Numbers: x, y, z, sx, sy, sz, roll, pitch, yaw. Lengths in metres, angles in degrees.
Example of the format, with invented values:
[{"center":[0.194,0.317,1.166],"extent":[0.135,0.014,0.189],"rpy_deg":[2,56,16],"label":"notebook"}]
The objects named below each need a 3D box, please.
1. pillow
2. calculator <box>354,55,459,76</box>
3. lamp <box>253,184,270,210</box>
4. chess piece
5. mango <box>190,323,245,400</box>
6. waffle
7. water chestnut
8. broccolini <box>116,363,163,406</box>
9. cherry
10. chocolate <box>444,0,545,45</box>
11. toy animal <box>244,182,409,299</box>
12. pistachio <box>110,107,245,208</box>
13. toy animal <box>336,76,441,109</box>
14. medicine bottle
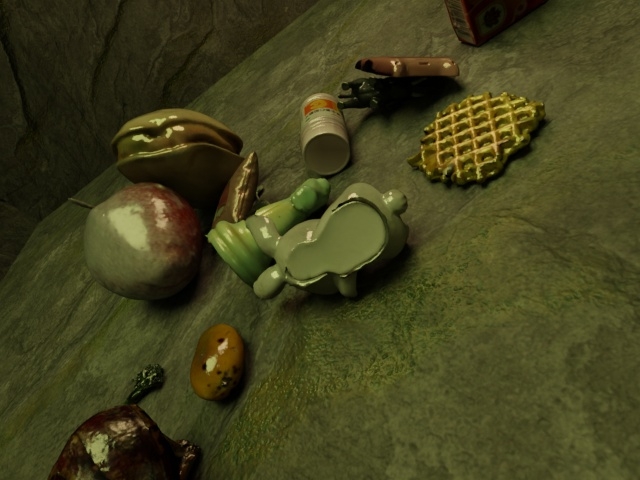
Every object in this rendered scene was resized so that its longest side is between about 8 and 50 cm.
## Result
[{"center":[-0.235,-0.103,1.175],"extent":[0.236,0.084,0.223],"rpy_deg":[-39,35,59],"label":"pillow"},{"center":[0.212,-0.461,1.122],"extent":[0.220,0.048,0.330],"rpy_deg":[-6,24,-11],"label":"calculator"},{"center":[-0.173,-0.115,1.240],"extent":[0.050,0.056,0.198],"rpy_deg":[-39,24,5],"label":"lamp"},{"center":[-0.093,-0.043,0.970],"extent":[0.298,0.176,0.176],"rpy_deg":[-40,35,-7],"label":"chess piece"},{"center":[-0.201,0.231,0.841],"extent":[0.115,0.090,0.178],"rpy_deg":[-39,26,16],"label":"mango"},{"center":[0.308,-0.212,0.865],"extent":[0.245,0.052,0.254],"rpy_deg":[-45,36,-3],"label":"waffle"},{"center":[-0.311,0.380,0.691],"extent":[0.223,0.224,0.238],"rpy_deg":[4,18,45],"label":"water chestnut"},{"center":[-0.457,0.376,0.956],"extent":[0.254,0.057,0.071],"rpy_deg":[-43,-8,-7],"label":"broccolini"},{"center":[-0.481,0.018,1.160],"extent":[0.326,0.291,0.335],"rpy_deg":[-30,60,12],"label":"cherry"},{"center":[0.433,-0.644,1.055],"extent":[0.234,0.237,0.108],"rpy_deg":[-31,46,13],"label":"chocolate"},{"center":[0.005,0.006,0.798],"extent":[0.325,0.209,0.154],"rpy_deg":[-6,0,14],"label":"toy animal"},{"center":[-0.409,-0.247,1.299],"extent":[0.365,0.445,0.282],"rpy_deg":[-10,84,16],"label":"pistachio"},{"center":[0.164,-0.393,1.123],"extent":[0.269,0.082,0.137],"rpy_deg":[7,24,34],"label":"toy animal"},{"center":[0.008,-0.295,1.167],"extent":[0.133,0.133,0.250],"rpy_deg":[-27,37,20],"label":"medicine bottle"}]
